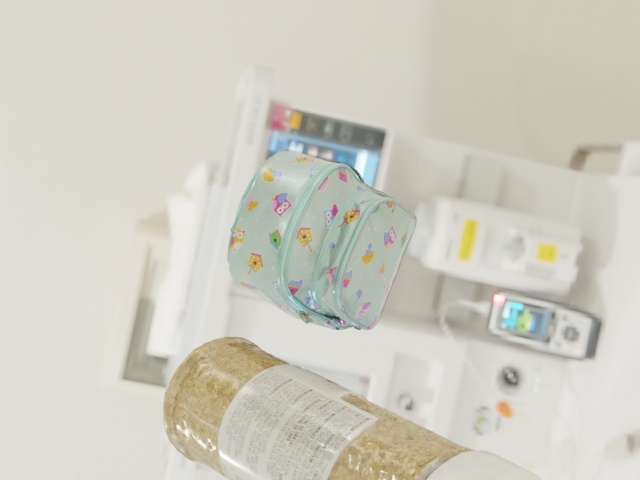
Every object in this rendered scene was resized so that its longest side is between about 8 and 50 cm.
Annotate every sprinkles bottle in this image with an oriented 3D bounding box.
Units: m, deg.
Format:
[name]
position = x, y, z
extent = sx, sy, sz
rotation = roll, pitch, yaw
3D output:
[sprinkles bottle]
position = 0.016, 0.178, 0.973
extent = 0.355, 0.121, 0.121
rotation = 19, 99, 48

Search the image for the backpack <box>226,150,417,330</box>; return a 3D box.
[backpack]
position = 0.000, 0.000, 1.243
extent = 0.144, 0.188, 0.166
rotation = 20, 85, 38
